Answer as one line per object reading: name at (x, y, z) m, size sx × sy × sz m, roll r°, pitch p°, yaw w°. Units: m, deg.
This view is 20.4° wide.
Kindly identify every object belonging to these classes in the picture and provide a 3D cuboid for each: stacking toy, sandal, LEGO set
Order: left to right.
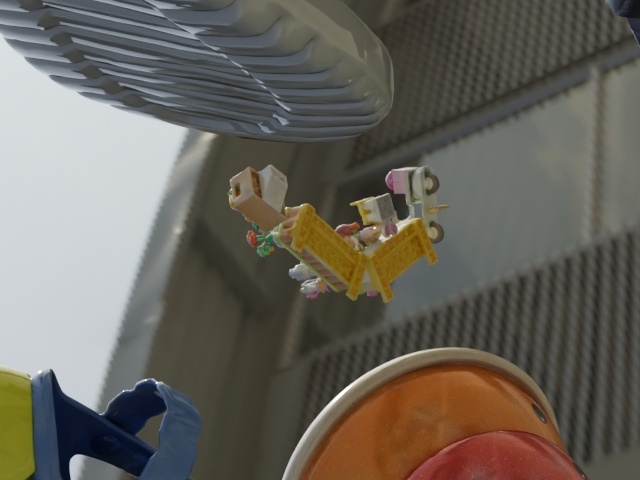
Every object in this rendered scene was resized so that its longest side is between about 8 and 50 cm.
sandal at (-0.126, 0.196, 1.136) m, size 0.317 × 0.138 × 0.126 m, roll 80°, pitch 179°, yaw -46°
sandal at (-0.062, -0.126, 0.672) m, size 0.416 × 0.169 × 0.102 m, roll 41°, pitch -118°, yaw -71°
LEGO set at (0.000, 0.000, 1.660) m, size 0.287 × 0.107 × 0.132 m, roll -4°, pitch -95°, yaw -49°
stacking toy at (0.198, 0.343, 1.733) m, size 0.350 × 0.350 × 0.480 m, roll 46°, pitch 174°, yaw -34°

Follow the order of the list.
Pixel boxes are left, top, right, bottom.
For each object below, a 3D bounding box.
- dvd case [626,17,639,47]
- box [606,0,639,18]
dvd case at (0.374, -0.128, 1.522) m, size 0.018 × 0.164 × 0.221 m, roll -48°, pitch -63°, yaw -48°
box at (0.359, -0.350, 0.729) m, size 0.480 × 0.472 × 0.297 m, roll 106°, pitch 152°, yaw -69°
